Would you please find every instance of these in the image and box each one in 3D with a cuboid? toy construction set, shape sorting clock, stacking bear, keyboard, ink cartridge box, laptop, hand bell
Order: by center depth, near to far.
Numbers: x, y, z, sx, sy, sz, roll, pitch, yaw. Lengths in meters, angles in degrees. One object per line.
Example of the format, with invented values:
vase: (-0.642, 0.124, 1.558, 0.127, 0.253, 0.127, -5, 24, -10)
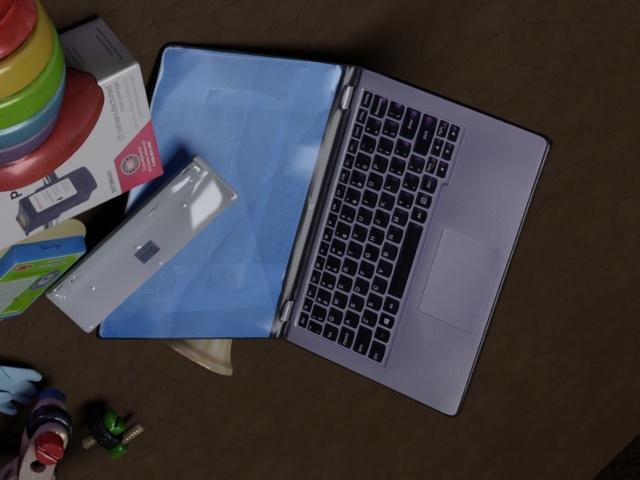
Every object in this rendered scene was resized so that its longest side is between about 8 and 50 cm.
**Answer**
stacking bear: (-0.310, -0.185, 1.309, 0.289, 0.175, 0.164, 93, 13, -59)
ink cartridge box: (-0.304, -0.105, 1.537, 0.237, 0.100, 0.172, -27, 142, -17)
shape sorting clock: (-0.356, 0.041, 1.657, 0.206, 0.040, 0.206, -35, 169, -8)
keyboard: (-0.211, 0.006, 1.700, 0.256, 0.014, 0.072, -41, 113, 14)
laptop: (0.000, 0.000, 1.718, 0.236, 0.408, 0.382, -28, 137, -61)
toy construction set: (-0.341, 0.377, 1.861, 0.237, 0.309, 0.257, -36, 143, 9)
hand bell: (-0.109, 0.042, 1.895, 0.126, 0.126, 0.242, 27, 95, -52)

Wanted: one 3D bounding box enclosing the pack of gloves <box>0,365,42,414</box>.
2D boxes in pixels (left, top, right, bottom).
pack of gloves: (-0.464, 0.205, 1.784, 0.195, 0.046, 0.232, -45, 154, 5)
